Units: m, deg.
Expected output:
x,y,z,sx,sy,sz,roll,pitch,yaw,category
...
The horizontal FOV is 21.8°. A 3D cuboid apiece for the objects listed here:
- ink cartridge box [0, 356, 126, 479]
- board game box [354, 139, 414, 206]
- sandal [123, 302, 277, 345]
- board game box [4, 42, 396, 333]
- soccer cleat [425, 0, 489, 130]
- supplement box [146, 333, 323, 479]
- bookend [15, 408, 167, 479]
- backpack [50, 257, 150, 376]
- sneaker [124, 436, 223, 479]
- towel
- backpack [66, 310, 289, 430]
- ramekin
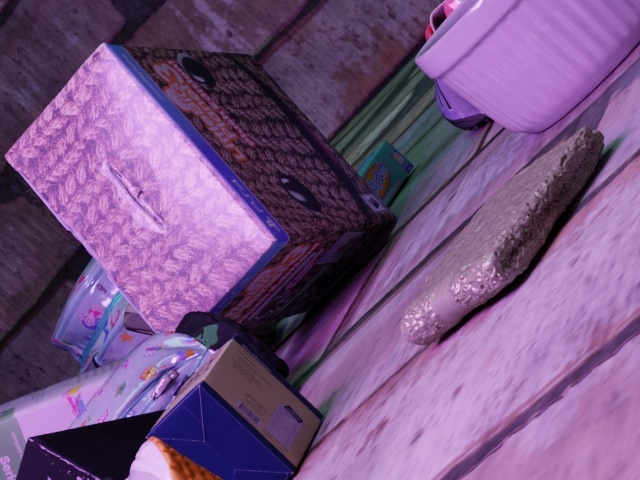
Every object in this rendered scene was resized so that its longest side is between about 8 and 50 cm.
x,y,z,sx,sy,sz,roll,pitch,yaw,category
-0.216,0.174,1.575,0.212,0.093,0.154,-23,3,-7,ink cartridge box
0.000,0.000,1.809,0.210,0.047,0.160,-44,6,33,board game box
-0.108,0.057,1.624,0.303,0.120,0.086,13,-96,-84,sandal
-0.099,-0.047,1.517,0.141,0.232,0.291,-46,-12,19,board game box
0.144,-0.176,1.536,0.108,0.116,0.318,-48,5,-2,soccer cleat
-0.054,0.120,1.075,0.056,0.083,0.083,-44,4,24,supplement box
-0.137,0.203,1.096,0.156,0.072,0.157,-3,-66,-59,bookend
-0.185,0.075,1.926,0.225,0.191,0.253,-56,8,-27,backpack
-0.088,0.187,0.886,0.121,0.099,0.262,-57,0,-20,sneaker
0.109,-0.003,0.981,0.148,0.027,0.110,-50,6,-39,towel
-0.120,0.143,1.307,0.182,0.115,0.152,-51,8,-11,backpack
0.180,-0.176,1.275,0.207,0.109,0.207,-47,4,4,ramekin
